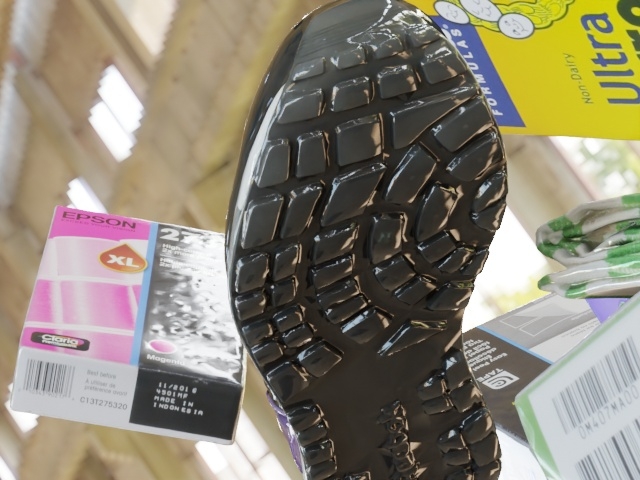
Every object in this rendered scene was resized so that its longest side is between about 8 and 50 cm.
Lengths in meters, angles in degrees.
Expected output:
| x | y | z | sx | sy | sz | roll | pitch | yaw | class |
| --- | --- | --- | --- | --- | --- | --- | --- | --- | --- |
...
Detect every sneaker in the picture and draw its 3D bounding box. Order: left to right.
| x | y | z | sx | sy | sz | roll | pitch | yaw | class |
| --- | --- | --- | --- | --- | --- | --- | --- | --- | --- |
| 0.000 | 0.000 | 0.776 | 0.107 | 0.124 | 0.283 | -18 | -40 | -12 | sneaker |

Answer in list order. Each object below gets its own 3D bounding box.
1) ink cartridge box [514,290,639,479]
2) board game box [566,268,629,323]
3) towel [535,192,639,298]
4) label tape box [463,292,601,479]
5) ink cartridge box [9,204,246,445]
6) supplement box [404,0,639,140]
| x | y | z | sx | sy | sz | roll | pitch | yaw | class |
| --- | --- | --- | --- | --- | --- | --- | --- | --- | --- |
| 0.167 | 0.025 | 0.516 | 0.209 | 0.062 | 0.109 | -12 | -20 | -29 | ink cartridge box |
| 0.284 | 0.082 | 1.277 | 0.078 | 0.233 | 0.347 | -34 | -6 | 17 | board game box |
| 0.280 | -0.018 | 0.786 | 0.325 | 0.038 | 0.248 | -13 | -9 | 34 | towel |
| 0.247 | 0.139 | 1.546 | 0.240 | 0.106 | 0.334 | -23 | 23 | -21 | label tape box |
| -0.151 | 0.049 | 1.664 | 0.371 | 0.176 | 0.069 | -95 | 16 | -69 | ink cartridge box |
| 0.233 | -0.184 | 1.094 | 0.356 | 0.194 | 0.195 | 5 | 52 | 36 | supplement box |
